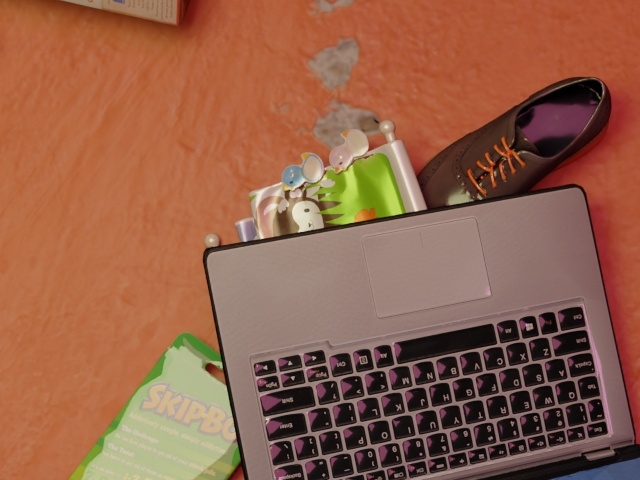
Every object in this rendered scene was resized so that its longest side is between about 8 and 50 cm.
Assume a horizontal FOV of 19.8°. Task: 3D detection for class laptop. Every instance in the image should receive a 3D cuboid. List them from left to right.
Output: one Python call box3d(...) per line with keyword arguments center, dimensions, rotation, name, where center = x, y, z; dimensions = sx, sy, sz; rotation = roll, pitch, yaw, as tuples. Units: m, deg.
box3d(center=(0.139, 0.163, 1.593), dimensions=(0.382, 0.236, 0.407), rotation=(-10, 86, -17), name="laptop")

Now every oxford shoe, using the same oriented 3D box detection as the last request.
box3d(center=(0.166, -0.075, 1.773), dimensions=(0.271, 0.098, 0.097), rotation=(-39, 80, -6), name="oxford shoe")

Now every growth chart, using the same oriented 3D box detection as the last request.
box3d(center=(0.000, 0.000, 1.774), dimensions=(0.237, 0.021, 0.172), rotation=(-30, 76, 13), name="growth chart")

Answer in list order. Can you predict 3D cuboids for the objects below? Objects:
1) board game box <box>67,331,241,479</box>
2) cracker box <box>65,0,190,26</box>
box3d(center=(-0.160, 0.224, 1.751), dimensions=(0.124, 0.039, 0.259), rotation=(36, 84, 8), name="board game box")
box3d(center=(-0.229, -0.309, 1.822), dimensions=(0.232, 0.067, 0.155), rotation=(12, 50, 5), name="cracker box")
